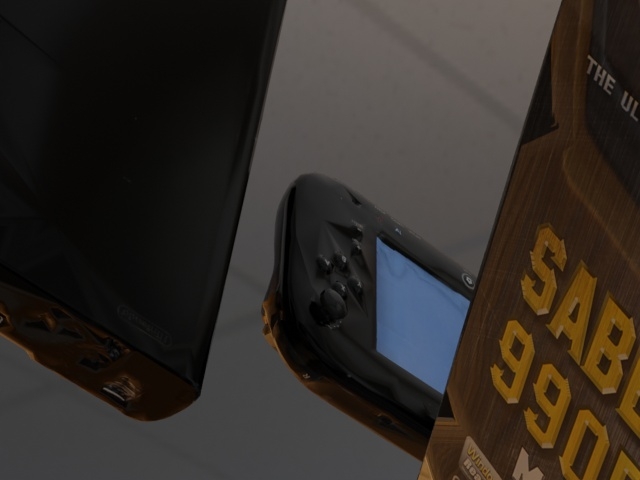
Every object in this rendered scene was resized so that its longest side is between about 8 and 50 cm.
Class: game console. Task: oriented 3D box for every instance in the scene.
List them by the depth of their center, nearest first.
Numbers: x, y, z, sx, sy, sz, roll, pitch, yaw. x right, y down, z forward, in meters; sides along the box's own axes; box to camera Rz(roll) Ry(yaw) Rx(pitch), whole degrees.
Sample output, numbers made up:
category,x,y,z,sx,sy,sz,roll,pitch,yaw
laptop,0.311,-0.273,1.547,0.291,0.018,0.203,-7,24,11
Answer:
category,x,y,z,sx,sy,sz,roll,pitch,yaw
game console,0.000,0.000,0.684,0.361,0.213,0.044,35,-45,-29

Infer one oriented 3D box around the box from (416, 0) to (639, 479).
category,x,y,z,sx,sy,sz,roll,pitch,yaw
box,0.113,0.056,0.306,0.056,0.231,0.183,-12,-45,-28
